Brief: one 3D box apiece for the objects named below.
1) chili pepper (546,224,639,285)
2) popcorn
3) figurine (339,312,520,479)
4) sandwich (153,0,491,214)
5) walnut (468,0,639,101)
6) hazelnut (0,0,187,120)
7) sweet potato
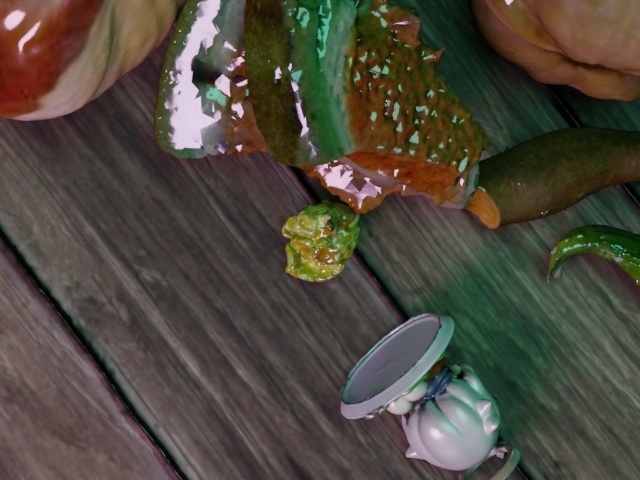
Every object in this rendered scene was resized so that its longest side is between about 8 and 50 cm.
[{"bbox_3d":[0.371,0.094,1.588,0.359,0.076,0.085,36,120,1],"label":"chili pepper"},{"bbox_3d":[0.003,0.002,1.549,0.059,0.068,0.083,37,94,42],"label":"popcorn"},{"bbox_3d":[0.108,0.159,1.521,0.132,0.132,0.154,-45,104,-13],"label":"figurine"},{"bbox_3d":[0.008,-0.114,1.470,0.301,0.162,0.250,27,120,-11],"label":"sandwich"},{"bbox_3d":[0.270,-0.304,1.515,0.306,0.306,0.344,10,80,-7],"label":"walnut"},{"bbox_3d":[-0.223,-0.236,1.460,0.261,0.241,0.261,7,73,-25],"label":"hazelnut"},{"bbox_3d":[0.230,-0.064,1.592,0.243,0.077,0.077,-16,84,-21],"label":"sweet potato"}]
